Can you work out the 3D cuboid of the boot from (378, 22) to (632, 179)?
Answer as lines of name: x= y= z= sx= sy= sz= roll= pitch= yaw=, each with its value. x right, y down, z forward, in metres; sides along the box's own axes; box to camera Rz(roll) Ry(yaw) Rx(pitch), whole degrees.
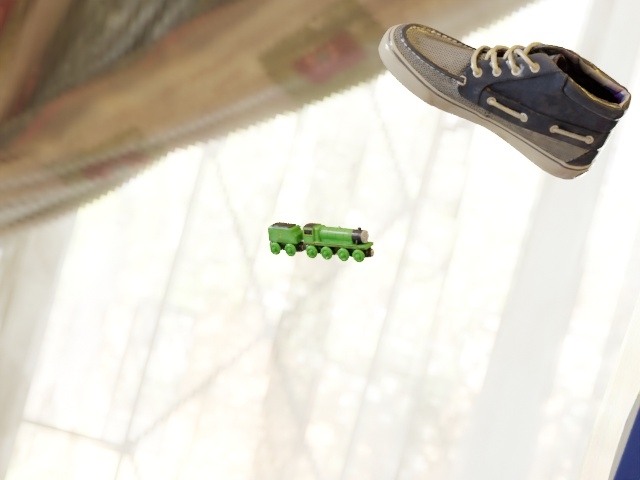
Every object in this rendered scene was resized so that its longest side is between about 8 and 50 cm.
boot: x=0.141 y=-0.128 z=1.457 sx=0.190 sy=0.069 sz=0.086 roll=30 pitch=-45 yaw=0

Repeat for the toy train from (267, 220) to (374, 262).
toy train: x=0.000 y=0.000 z=1.299 sx=0.083 sy=0.024 sz=0.017 roll=4 pitch=17 yaw=32

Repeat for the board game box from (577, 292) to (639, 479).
board game box: x=0.226 y=0.047 z=1.092 sx=0.078 sy=0.347 sz=0.233 roll=17 pitch=22 yaw=5
